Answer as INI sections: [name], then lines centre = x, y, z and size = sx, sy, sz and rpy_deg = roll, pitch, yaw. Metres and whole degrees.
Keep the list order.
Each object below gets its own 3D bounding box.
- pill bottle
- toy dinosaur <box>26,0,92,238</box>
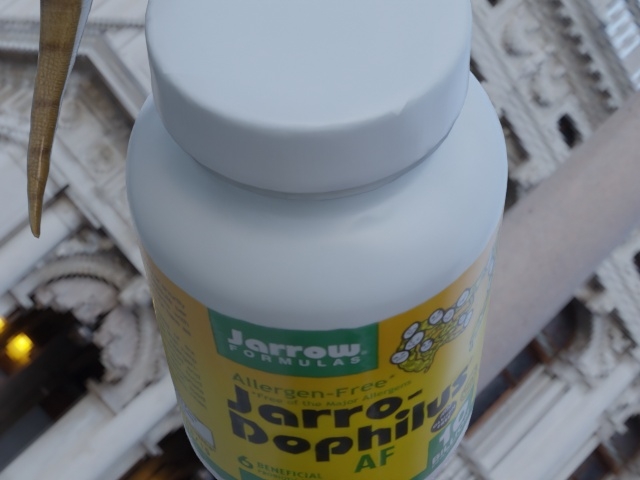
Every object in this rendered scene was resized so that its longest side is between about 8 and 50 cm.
[pill bottle]
centre = 0.000, 0.000, 0.407
size = 0.117, 0.117, 0.208
rpy_deg = 39, -27, 26
[toy dinosaur]
centre = -0.072, -0.112, 0.350
size = 0.064, 0.112, 0.211
rpy_deg = 36, -30, 23
